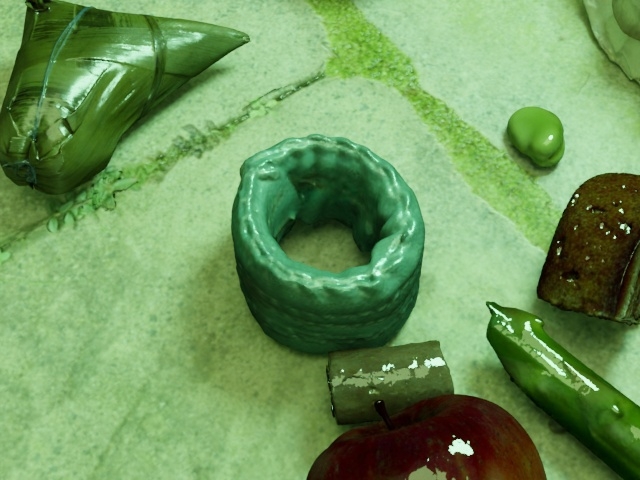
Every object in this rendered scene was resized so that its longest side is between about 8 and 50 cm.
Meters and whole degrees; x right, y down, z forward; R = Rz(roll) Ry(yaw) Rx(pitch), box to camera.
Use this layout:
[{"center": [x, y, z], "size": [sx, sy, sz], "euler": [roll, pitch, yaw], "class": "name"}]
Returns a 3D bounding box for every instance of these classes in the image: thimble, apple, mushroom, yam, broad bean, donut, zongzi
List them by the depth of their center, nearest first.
[{"center": [0.094, 0.249, 0.952], "size": [0.234, 0.234, 0.234], "euler": [0, 60, 1], "class": "apple"}, {"center": [0.069, 0.142, 1.084], "size": [0.127, 0.084, 0.084], "euler": [-9, 60, -4], "class": "yam"}, {"center": [0.000, 0.000, 1.134], "size": [0.198, 0.143, 0.235], "euler": [-36, 63, -19], "class": "thimble"}, {"center": [0.314, -0.004, 1.141], "size": [0.126, 0.144, 0.186], "euler": [12, 85, 31], "class": "donut"}, {"center": [-0.225, -0.162, 1.247], "size": [0.274, 0.125, 0.250], "euler": [5, 59, -3], "class": "zongzi"}, {"center": [0.256, -0.125, 1.262], "size": [0.063, 0.045, 0.083], "euler": [-27, 54, -1], "class": "broad bean"}, {"center": [0.441, -0.305, 1.278], "size": [0.189, 0.195, 0.253], "euler": [-18, 64, -14], "class": "mushroom"}]

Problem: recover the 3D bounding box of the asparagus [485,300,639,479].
[{"center": [0.289, 0.182, 1.057], "size": [0.343, 0.085, 0.082], "euler": [37, 63, 21], "class": "asparagus"}]
